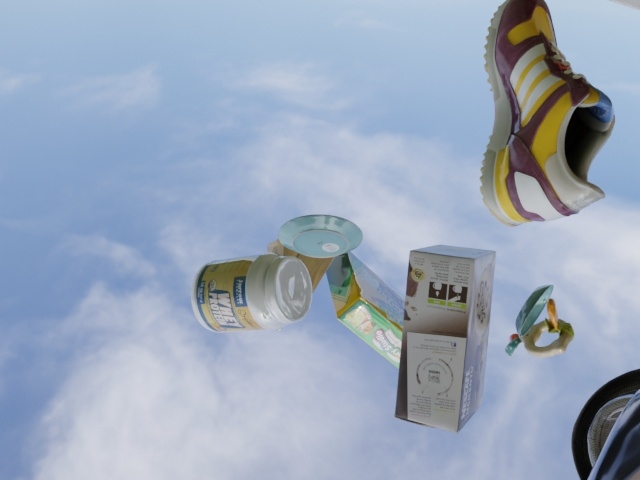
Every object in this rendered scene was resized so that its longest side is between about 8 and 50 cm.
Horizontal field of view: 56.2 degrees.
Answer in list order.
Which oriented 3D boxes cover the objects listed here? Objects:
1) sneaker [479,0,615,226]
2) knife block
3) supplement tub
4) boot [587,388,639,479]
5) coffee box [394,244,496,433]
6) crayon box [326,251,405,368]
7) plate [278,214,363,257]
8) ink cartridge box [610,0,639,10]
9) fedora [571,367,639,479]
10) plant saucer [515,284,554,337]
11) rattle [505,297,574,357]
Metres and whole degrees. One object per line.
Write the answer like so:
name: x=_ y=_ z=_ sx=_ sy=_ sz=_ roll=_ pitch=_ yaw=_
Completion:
sneaker: x=0.166 y=-0.102 z=0.424 sx=0.069 sy=0.186 sz=0.083 roll=16 pitch=162 yaw=-35
knife block: x=-0.051 y=0.112 z=1.614 sx=0.275 sy=0.088 sz=0.242 roll=0 pitch=-107 yaw=-38
supplement tub: x=-0.131 y=0.100 z=1.143 sx=0.199 sy=0.144 sz=0.144 roll=-9 pitch=-155 yaw=32
boot: x=0.239 y=0.138 z=0.359 sx=0.115 sy=0.305 sz=0.112 roll=26 pitch=-130 yaw=18
coffee box: x=0.226 y=0.164 z=1.071 sx=0.118 sy=0.298 sz=0.168 roll=7 pitch=-174 yaw=28
crayon box: x=0.186 y=0.225 z=1.820 sx=0.363 sy=0.106 sz=0.313 roll=41 pitch=-166 yaw=-22
plate: x=0.000 y=0.000 z=1.318 sx=0.188 sy=0.188 sz=0.024 roll=4 pitch=-120 yaw=-5
ink cartridge box: x=0.600 y=-0.497 z=1.103 sx=0.201 sy=0.117 sz=0.278 roll=21 pitch=-147 yaw=6
fedora: x=0.457 y=0.277 z=0.758 sx=0.275 sy=0.244 sz=0.124 roll=15 pitch=170 yaw=36
plant saucer: x=0.407 y=0.131 z=1.151 sx=0.021 sy=0.119 sz=0.119 roll=34 pitch=-137 yaw=28
rattle: x=0.540 y=0.228 z=1.561 sx=0.199 sy=0.142 sz=0.130 roll=-4 pitch=-125 yaw=56
